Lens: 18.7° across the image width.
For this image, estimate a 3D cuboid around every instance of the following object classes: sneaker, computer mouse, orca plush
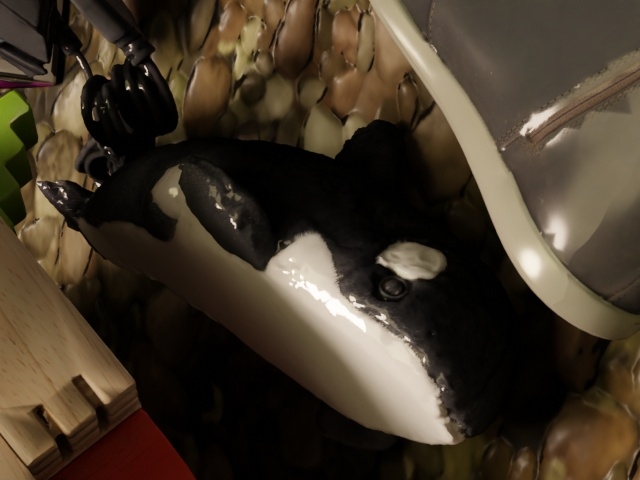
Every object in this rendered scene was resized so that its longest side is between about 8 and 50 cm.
[{"bbox_3d":[0.095,-0.084,0.672,0.118,0.083,0.222,-45,51,27],"label":"sneaker"},{"bbox_3d":[-0.159,-0.129,0.888,0.262,0.060,0.184,57,165,-1],"label":"computer mouse"},{"bbox_3d":[0.000,0.000,0.803,0.151,0.102,0.287,53,161,-18],"label":"orca plush"}]

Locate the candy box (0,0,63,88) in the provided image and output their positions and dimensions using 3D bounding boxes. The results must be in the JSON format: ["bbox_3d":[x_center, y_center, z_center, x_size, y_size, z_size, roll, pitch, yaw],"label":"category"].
[{"bbox_3d":[-0.202,-0.204,1.095,0.159,0.071,0.233,4,88,55],"label":"candy box"}]

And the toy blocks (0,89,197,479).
[{"bbox_3d":[-0.120,0.104,0.803,0.261,0.190,0.381,50,168,8],"label":"toy blocks"}]
